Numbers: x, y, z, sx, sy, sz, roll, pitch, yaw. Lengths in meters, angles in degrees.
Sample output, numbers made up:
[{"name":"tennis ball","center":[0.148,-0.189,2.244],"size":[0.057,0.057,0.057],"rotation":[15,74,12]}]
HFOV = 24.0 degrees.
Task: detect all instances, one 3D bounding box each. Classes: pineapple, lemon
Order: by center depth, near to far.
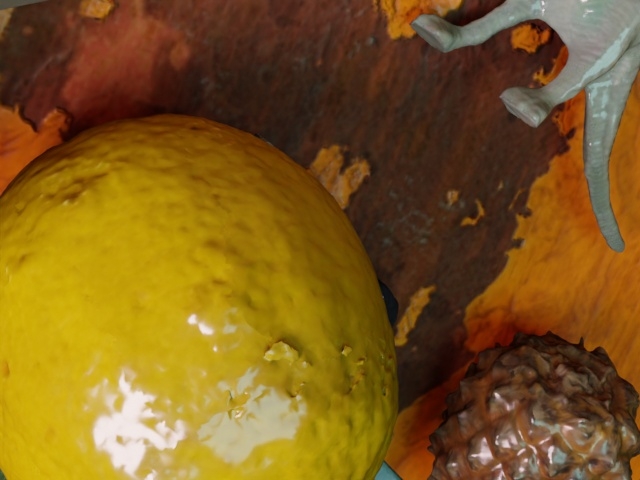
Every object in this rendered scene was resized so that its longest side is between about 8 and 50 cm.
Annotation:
[{"name":"lemon","center":[-0.079,0.065,0.870],"size":[0.245,0.320,0.245],"rotation":[-24,147,-17]},{"name":"pineapple","center":[0.160,0.170,1.155],"size":[0.166,0.166,0.193],"rotation":[3,128,-31]}]

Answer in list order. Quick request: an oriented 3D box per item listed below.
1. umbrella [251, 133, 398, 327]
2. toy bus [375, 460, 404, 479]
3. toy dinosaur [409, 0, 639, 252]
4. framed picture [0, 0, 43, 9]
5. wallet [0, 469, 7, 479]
[{"name":"umbrella","center":[0.000,0.000,1.038],"size":[0.046,0.050,0.188],"rotation":[-54,130,-24]},{"name":"toy bus","center":[-0.080,0.200,1.030],"size":[0.256,0.147,0.128],"rotation":[-45,125,-5]},{"name":"toy dinosaur","center":[0.182,-0.142,1.050],"size":[0.205,0.092,0.393],"rotation":[-35,118,-18]},{"name":"framed picture","center":[-0.141,-0.227,0.799],"size":[0.281,0.019,0.209],"rotation":[-26,128,-46]},{"name":"wallet","center":[-0.253,0.098,0.934],"size":[0.160,0.055,0.236],"rotation":[-36,130,-24]}]
